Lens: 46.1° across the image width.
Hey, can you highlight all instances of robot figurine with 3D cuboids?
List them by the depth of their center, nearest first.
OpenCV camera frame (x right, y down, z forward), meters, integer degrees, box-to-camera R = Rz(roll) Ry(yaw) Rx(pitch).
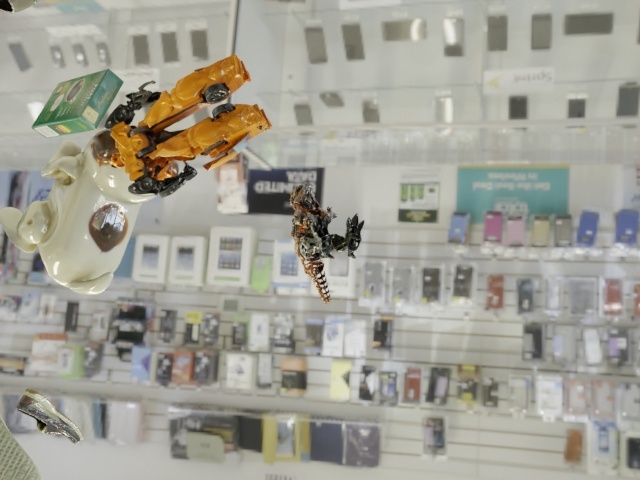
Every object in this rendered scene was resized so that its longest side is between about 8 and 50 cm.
[{"bbox_3d":[-0.242,-0.196,1.336,0.291,0.211,0.085,-26,165,11],"label":"robot figurine"}]

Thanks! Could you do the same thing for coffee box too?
[{"bbox_3d":[-0.443,-0.246,1.367,0.184,0.113,0.040,-1,148,43],"label":"coffee box"}]

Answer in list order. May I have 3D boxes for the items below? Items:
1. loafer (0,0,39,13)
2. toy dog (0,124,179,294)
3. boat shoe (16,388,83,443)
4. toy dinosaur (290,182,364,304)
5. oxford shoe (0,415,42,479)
[{"bbox_3d":[-0.756,-0.574,1.687,0.251,0.087,0.094,19,144,15],"label":"loafer"},{"bbox_3d":[-0.543,-0.107,1.829,0.285,0.408,0.395,31,-168,-36],"label":"toy dog"},{"bbox_3d":[-0.508,0.338,1.405,0.056,0.049,0.152,-4,132,45],"label":"boat shoe"},{"bbox_3d":[0.000,0.000,2.057,0.164,0.321,0.218,-31,-171,-36],"label":"toy dinosaur"},{"bbox_3d":[-0.733,0.524,1.668,0.169,0.130,0.449,-8,-139,-42],"label":"oxford shoe"}]
